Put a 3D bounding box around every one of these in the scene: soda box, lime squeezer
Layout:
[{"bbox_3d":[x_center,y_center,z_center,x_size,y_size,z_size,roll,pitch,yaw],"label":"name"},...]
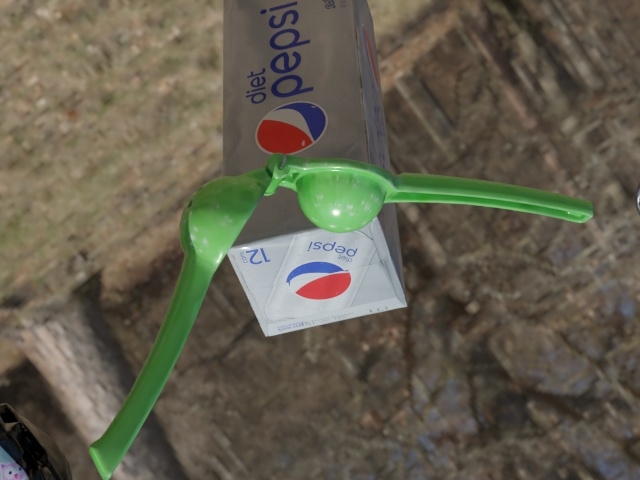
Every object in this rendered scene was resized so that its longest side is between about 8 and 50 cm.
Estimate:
[{"bbox_3d":[-0.009,-0.079,0.941,0.098,0.091,0.286,-13,-134,9],"label":"soda box"},{"bbox_3d":[0.000,0.000,0.731,0.310,0.110,0.059,-26,154,-23],"label":"lime squeezer"}]

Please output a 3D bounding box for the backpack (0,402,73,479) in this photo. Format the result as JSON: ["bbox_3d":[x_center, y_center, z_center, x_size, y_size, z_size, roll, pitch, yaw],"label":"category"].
[{"bbox_3d":[-0.202,0.110,0.677,0.115,0.152,0.182,-50,-146,-16],"label":"backpack"}]

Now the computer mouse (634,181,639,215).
[{"bbox_3d":[0.286,0.038,0.748,0.060,0.262,0.184,-19,165,-27],"label":"computer mouse"}]
